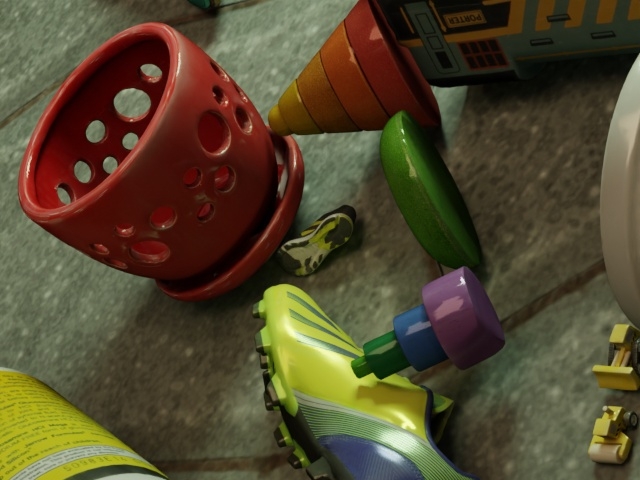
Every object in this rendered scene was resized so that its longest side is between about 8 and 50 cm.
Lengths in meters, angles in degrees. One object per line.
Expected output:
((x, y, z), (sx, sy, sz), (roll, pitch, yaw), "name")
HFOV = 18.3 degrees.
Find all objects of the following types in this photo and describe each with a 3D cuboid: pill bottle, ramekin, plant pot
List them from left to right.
((-0.233, 0.208, 1.512), (0.188, 0.188, 0.334), (-54, 40, -6), "pill bottle")
((-0.123, -0.052, 1.614), (0.191, 0.174, 0.191), (-32, 36, 27), "plant pot")
((0.269, -0.034, 1.237), (0.109, 0.207, 0.207), (9, 66, 36), "ramekin")

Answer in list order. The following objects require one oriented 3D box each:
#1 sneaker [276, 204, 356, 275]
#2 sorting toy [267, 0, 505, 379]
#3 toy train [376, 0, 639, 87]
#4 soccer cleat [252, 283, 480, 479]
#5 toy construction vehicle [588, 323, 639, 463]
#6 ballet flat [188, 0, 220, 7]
((0.000, 0.000, 1.590), (0.083, 0.031, 0.035), (-31, 11, 34), "sneaker")
((0.035, -0.032, 1.488), (0.126, 0.127, 0.365), (-26, 45, 13), "sorting toy")
((0.178, -0.215, 1.466), (0.334, 0.190, 0.142), (-4, 40, 38), "toy train")
((0.030, 0.123, 1.438), (0.121, 0.093, 0.289), (-18, 36, -9), "soccer cleat")
((0.212, 0.100, 1.308), (0.086, 0.035, 0.098), (3, 63, 44), "toy construction vehicle")
((-0.142, -0.290, 1.906), (0.073, 0.080, 0.232), (-40, 40, -12), "ballet flat")
